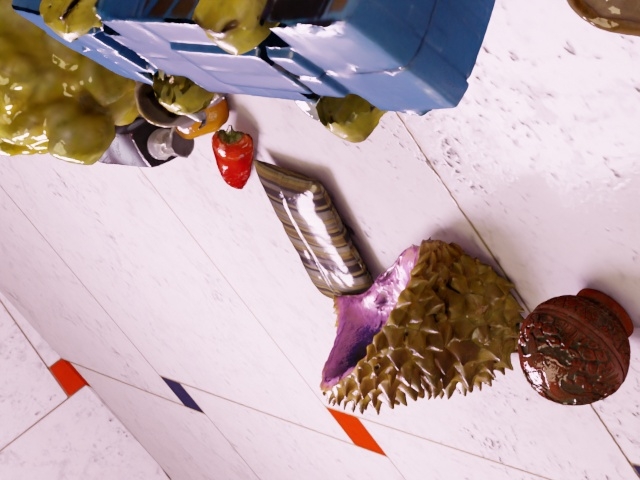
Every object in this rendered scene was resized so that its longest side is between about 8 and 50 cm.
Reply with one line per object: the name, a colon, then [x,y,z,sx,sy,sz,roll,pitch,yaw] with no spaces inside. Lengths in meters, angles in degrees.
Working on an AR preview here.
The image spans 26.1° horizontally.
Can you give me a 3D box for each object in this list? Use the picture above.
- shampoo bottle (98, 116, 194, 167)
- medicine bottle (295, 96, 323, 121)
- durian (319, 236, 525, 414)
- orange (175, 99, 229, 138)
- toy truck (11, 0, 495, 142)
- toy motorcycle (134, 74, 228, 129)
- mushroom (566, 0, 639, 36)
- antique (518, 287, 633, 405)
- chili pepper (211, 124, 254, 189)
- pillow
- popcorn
shampoo bottle: [-0.210,-0.119,1.633,0.208,0.057,0.063,6,130,56]
medicine bottle: [0.017,-0.140,1.136,0.047,0.083,0.047,38,158,18]
durian: [0.105,0.102,1.376,0.187,0.153,0.260,13,157,-2]
orange: [-0.139,-0.143,1.451,0.086,0.062,0.086,35,155,19]
toy truck: [-0.058,-0.183,1.006,0.385,0.162,0.161,11,166,44]
toy motorcycle: [-0.098,-0.164,1.237,0.094,0.130,0.229,49,159,-8]
mushroom: [0.166,-0.208,0.725,0.108,0.096,0.247,4,145,22]
antique: [0.218,0.095,1.191,0.104,0.104,0.104,37,158,18]
chili pepper: [-0.095,-0.083,1.509,0.045,0.027,0.178,3,163,-1]
pillow: [0.000,0.000,1.496,0.113,0.038,0.203,21,148,47]
popcorn: [-0.273,-0.183,1.404,0.250,0.241,0.235,20,143,21]
